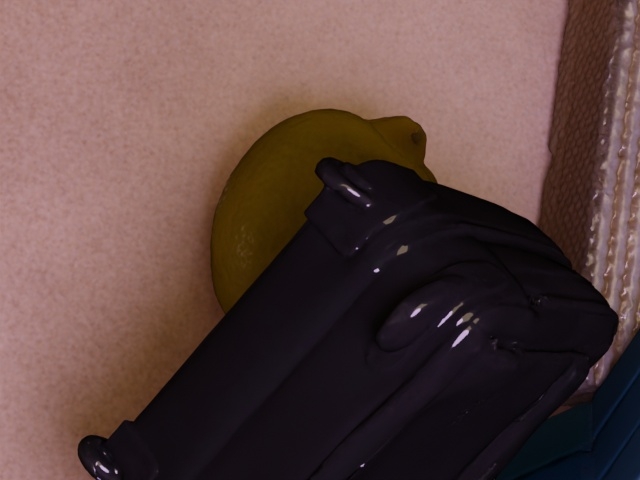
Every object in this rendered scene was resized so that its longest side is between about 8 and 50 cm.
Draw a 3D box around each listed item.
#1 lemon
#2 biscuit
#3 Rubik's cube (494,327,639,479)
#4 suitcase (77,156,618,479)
[{"bbox_3d":[0.000,0.000,1.639,0.184,0.184,0.248,33,87,-11],"label":"lemon"},{"bbox_3d":[0.253,-0.067,1.759,0.078,0.144,0.426,12,79,-15],"label":"biscuit"},{"bbox_3d":[0.307,0.263,1.526,0.358,0.387,0.368,-27,103,17],"label":"Rubik's cube"},{"bbox_3d":[0.037,0.123,1.509,0.345,0.339,0.188,-51,62,15],"label":"suitcase"}]
